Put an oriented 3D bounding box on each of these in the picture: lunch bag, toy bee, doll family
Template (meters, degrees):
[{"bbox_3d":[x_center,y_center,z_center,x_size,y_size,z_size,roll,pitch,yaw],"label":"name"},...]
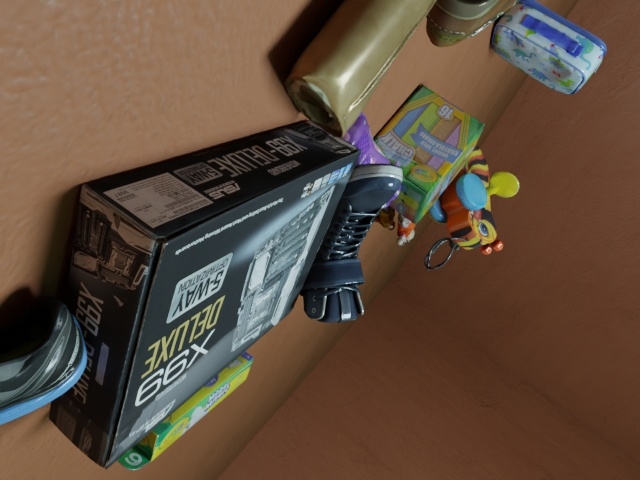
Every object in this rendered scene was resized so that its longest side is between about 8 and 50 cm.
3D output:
[{"bbox_3d":[0.468,-0.401,1.115,0.090,0.219,0.176,-55,167,8],"label":"lunch bag"},{"bbox_3d":[0.279,-0.048,1.039,0.195,0.162,0.298,4,-114,60],"label":"toy bee"},{"bbox_3d":[0.160,-0.115,1.090,0.163,0.118,0.263,78,31,-66],"label":"doll family"}]

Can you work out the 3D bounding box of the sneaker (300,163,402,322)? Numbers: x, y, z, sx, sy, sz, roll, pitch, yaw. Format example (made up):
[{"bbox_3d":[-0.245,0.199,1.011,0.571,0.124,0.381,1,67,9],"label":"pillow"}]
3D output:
[{"bbox_3d":[0.036,0.012,0.659,0.086,0.164,0.226,1,162,-27],"label":"sneaker"}]

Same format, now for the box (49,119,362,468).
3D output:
[{"bbox_3d":[-0.096,0.029,0.515,0.307,0.076,0.243,-35,152,-56],"label":"box"}]

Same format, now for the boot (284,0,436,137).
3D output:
[{"bbox_3d":[0.072,-0.228,0.442,0.270,0.089,0.236,-52,167,0],"label":"boot"}]

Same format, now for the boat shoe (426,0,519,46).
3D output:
[{"bbox_3d":[0.238,-0.363,0.668,0.307,0.111,0.104,-41,169,-11],"label":"boat shoe"}]

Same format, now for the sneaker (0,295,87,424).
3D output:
[{"bbox_3d":[-0.225,0.090,0.311,0.188,0.067,0.078,-37,140,-49],"label":"sneaker"}]

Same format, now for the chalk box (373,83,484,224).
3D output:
[{"bbox_3d":[0.155,-0.127,0.919,0.213,0.132,0.132,-50,167,-13],"label":"chalk box"}]

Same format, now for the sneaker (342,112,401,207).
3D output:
[{"bbox_3d":[0.062,-0.098,0.728,0.095,0.104,0.236,-52,167,1],"label":"sneaker"}]

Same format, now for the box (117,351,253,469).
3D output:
[{"bbox_3d":[-0.165,0.149,0.565,0.179,0.105,0.043,-34,150,-55],"label":"box"}]
